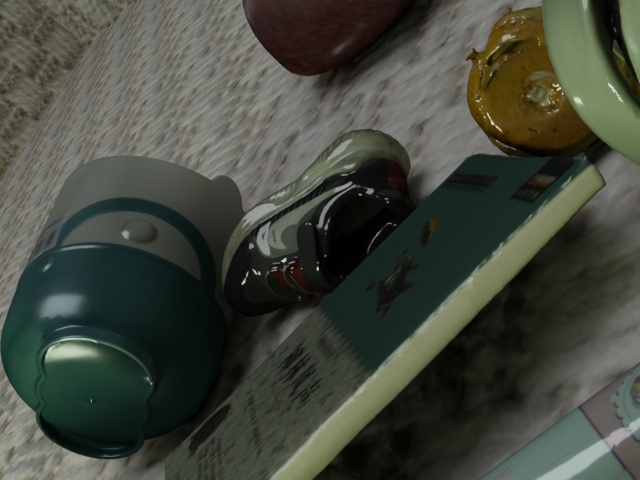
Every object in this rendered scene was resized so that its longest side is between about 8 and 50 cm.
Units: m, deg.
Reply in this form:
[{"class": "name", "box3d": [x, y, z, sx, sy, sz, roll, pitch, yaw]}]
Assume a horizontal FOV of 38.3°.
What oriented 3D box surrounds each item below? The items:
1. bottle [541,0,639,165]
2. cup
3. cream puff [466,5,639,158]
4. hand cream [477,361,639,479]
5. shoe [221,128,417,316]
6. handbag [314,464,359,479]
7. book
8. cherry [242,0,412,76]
[{"class": "bottle", "box3d": [0.236, -0.128, 0.471, 0.229, 0.229, 0.351, -45, 31, 14]}, {"class": "cup", "box3d": [-0.203, 0.084, 0.966, 0.257, 0.219, 0.289, -80, 7, -45]}, {"class": "cream puff", "box3d": [0.178, -0.123, 0.703, 0.133, 0.119, 0.104, -13, 18, 13]}, {"class": "hand cream", "box3d": [0.169, 0.103, 0.482, 0.331, 0.058, 0.085, -36, 22, 7]}, {"class": "shoe", "box3d": [0.000, 0.000, 0.854, 0.227, 0.099, 0.112, -45, 33, 12]}, {"class": "handbag", "box3d": [-0.035, 0.281, 0.560, 0.219, 0.079, 0.256, -44, 25, 31]}, {"class": "book", "box3d": [0.021, 0.078, 0.668, 0.379, 0.031, 0.264, -46, 9, -1]}, {"class": "cherry", "box3d": [0.014, -0.347, 1.152, 0.307, 0.221, 0.261, -58, 17, 30]}]
